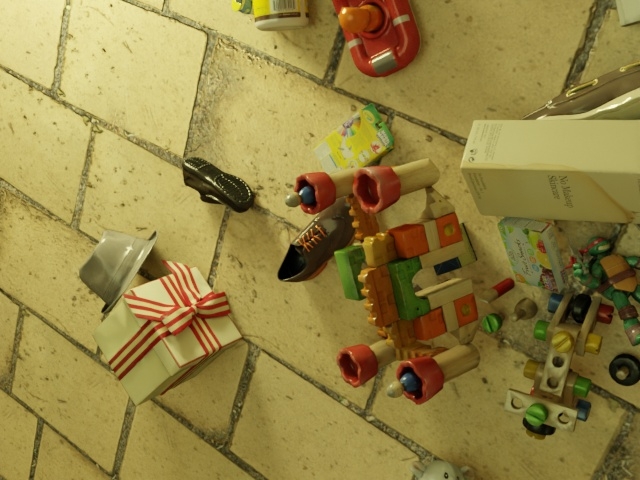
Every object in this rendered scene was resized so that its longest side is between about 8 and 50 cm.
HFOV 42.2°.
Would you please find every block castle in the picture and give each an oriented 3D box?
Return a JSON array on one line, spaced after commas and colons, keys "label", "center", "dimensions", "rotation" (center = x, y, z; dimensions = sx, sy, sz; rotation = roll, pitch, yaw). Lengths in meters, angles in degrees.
[{"label": "block castle", "center": [0.110, 0.076, 1.605], "dimensions": [0.303, 0.213, 0.453], "rotation": [2, 108, 58]}]

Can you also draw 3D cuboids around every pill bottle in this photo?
[{"label": "pill bottle", "center": [-0.089, -0.552, 1.734], "dimensions": [0.117, 0.117, 0.214], "rotation": [2, 101, 34]}]

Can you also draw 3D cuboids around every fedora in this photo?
[{"label": "fedora", "center": [-0.518, 0.056, 2.073], "dimensions": [0.124, 0.243, 0.275], "rotation": [31, 163, -10]}]

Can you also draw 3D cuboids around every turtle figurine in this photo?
[{"label": "turtle figurine", "center": [0.530, 0.061, 1.453], "dimensions": [0.175, 0.118, 0.234], "rotation": [-27, 71, -5]}]

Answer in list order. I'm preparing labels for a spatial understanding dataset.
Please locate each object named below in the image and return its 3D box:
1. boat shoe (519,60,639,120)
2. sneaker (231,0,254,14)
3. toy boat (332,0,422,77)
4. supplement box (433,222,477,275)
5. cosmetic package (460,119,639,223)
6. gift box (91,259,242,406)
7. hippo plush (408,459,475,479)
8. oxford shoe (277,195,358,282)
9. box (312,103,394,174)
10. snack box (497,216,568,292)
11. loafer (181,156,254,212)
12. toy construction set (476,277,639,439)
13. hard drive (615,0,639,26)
[{"label": "boat shoe", "center": [0.469, -0.225, 1.438], "dimensions": [0.324, 0.117, 0.096], "rotation": [-18, 49, 48]}, {"label": "sneaker", "center": [-0.148, -0.563, 1.817], "dimensions": [0.053, 0.059, 0.144], "rotation": [22, 95, 55]}, {"label": "toy boat", "center": [0.090, -0.436, 1.616], "dimensions": [0.151, 0.151, 0.231], "rotation": [-20, 89, 35]}, {"label": "supplement box", "center": [0.257, 0.016, 1.643], "dimensions": [0.056, 0.083, 0.083], "rotation": [-22, 88, 36]}, {"label": "cosmetic package", "center": [0.417, -0.120, 1.431], "dimensions": [0.310, 0.160, 0.113], "rotation": [5, 61, 31]}, {"label": "gift box", "center": [-0.385, 0.211, 2.023], "dimensions": [0.258, 0.255, 0.276], "rotation": [-41, 83, 35]}, {"label": "hippo plush", "center": [0.270, 0.587, 1.723], "dimensions": [0.294, 0.234, 0.236], "rotation": [-149, 78, -72]}, {"label": "oxford shoe", "center": [0.000, 0.000, 1.806], "dimensions": [0.097, 0.098, 0.271], "rotation": [46, 121, 18]}, {"label": "box", "center": [0.075, -0.200, 1.747], "dimensions": [0.179, 0.043, 0.105], "rotation": [-36, 79, 37]}, {"label": "snack box", "center": [0.392, 0.024, 1.529], "dimensions": [0.100, 0.037, 0.141], "rotation": [17, 140, 50]}, {"label": "loafer", "center": [-0.244, -0.121, 1.968], "dimensions": [0.220, 0.080, 0.078], "rotation": [35, 128, 29]}, {"label": "toy construction set", "center": [0.398, 0.208, 1.495], "dimensions": [0.309, 0.237, 0.257], "rotation": [43, 120, 20]}, {"label": "hard drive", "center": [0.562, -0.527, 1.343], "dimensions": [0.203, 0.040, 0.307], "rotation": [-10, 94, 35]}]
